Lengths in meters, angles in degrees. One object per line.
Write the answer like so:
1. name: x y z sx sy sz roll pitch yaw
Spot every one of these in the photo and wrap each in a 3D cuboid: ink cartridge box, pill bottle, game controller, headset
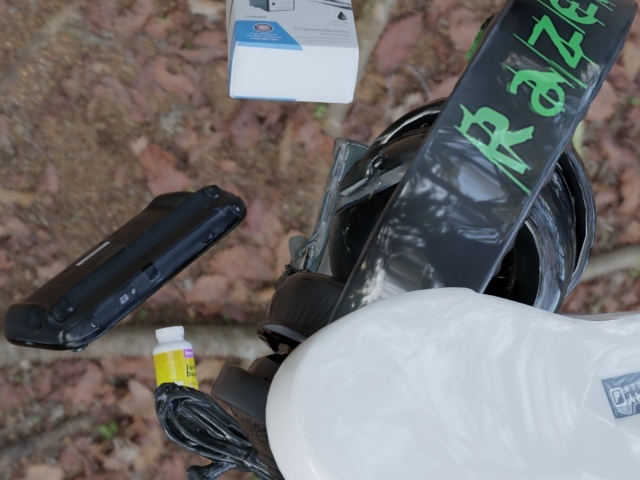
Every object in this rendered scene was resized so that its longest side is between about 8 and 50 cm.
1. ink cartridge box: -0.036 -0.245 1.594 0.140 0.190 0.082 2 133 -8
2. pill bottle: -0.157 0.136 1.493 0.043 0.043 0.083 -4 80 -32
3. game controller: -0.231 0.030 1.646 0.319 0.166 0.067 -40 111 -38
4. headset: 0.021 0.026 0.676 0.243 0.185 0.394 -56 171 -39

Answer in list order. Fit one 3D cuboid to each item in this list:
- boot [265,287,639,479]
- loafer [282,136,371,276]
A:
1. boot: 0.050 0.057 0.395 0.190 0.086 0.069 2 68 -36
2. loafer: 0.000 0.000 1.623 0.084 0.096 0.267 29 69 -4
